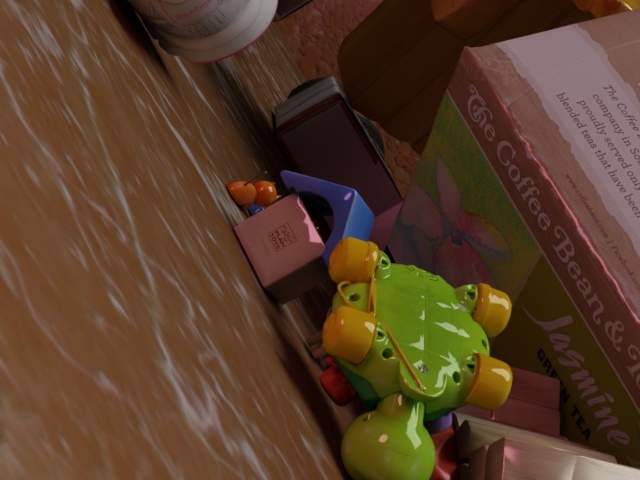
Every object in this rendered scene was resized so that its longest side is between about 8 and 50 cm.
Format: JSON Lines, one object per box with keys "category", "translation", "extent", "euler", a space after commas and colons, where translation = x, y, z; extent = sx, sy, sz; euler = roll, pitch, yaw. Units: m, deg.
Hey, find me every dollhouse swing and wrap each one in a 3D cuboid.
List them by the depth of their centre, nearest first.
{"category": "dollhouse swing", "translation": [0.197, -0.095, 1.235], "extent": [0.347, 0.305, 0.315], "euler": [33, 29, -20]}

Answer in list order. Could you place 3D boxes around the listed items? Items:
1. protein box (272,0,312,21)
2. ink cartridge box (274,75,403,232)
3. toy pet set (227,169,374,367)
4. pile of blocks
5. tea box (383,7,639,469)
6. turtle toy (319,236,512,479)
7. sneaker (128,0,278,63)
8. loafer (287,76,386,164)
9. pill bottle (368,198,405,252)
{"category": "protein box", "translation": [-0.060, -0.337, 1.522], "extent": [0.201, 0.136, 0.200], "euler": [60, -11, -13]}
{"category": "ink cartridge box", "translation": [0.017, -0.079, 1.443], "extent": [0.127, 0.072, 0.175], "euler": [58, 5, -13]}
{"category": "toy pet set", "translation": [0.000, 0.000, 0.809], "extent": [0.122, 0.065, 0.114], "euler": [62, 5, 22]}
{"category": "pile of blocks", "translation": [0.086, 0.153, 0.735], "extent": [0.113, 0.149, 0.362], "euler": [15, 6, -13]}
{"category": "tea box", "translation": [0.212, 0.074, 0.962], "extent": [0.329, 0.220, 0.323], "euler": [62, -26, 28]}
{"category": "turtle toy", "translation": [0.037, 0.062, 0.717], "extent": [0.095, 0.066, 0.130], "euler": [21, 40, -11]}
{"category": "sneaker", "translation": [-0.103, -0.221, 0.819], "extent": [0.252, 0.103, 0.111], "euler": [60, 3, 0]}
{"category": "loafer", "translation": [0.022, -0.105, 1.734], "extent": [0.220, 0.080, 0.078], "euler": [42, 28, -60]}
{"category": "pill bottle", "translation": [0.153, 0.091, 1.280], "extent": [0.301, 0.169, 0.169], "euler": [61, 4, 0]}
